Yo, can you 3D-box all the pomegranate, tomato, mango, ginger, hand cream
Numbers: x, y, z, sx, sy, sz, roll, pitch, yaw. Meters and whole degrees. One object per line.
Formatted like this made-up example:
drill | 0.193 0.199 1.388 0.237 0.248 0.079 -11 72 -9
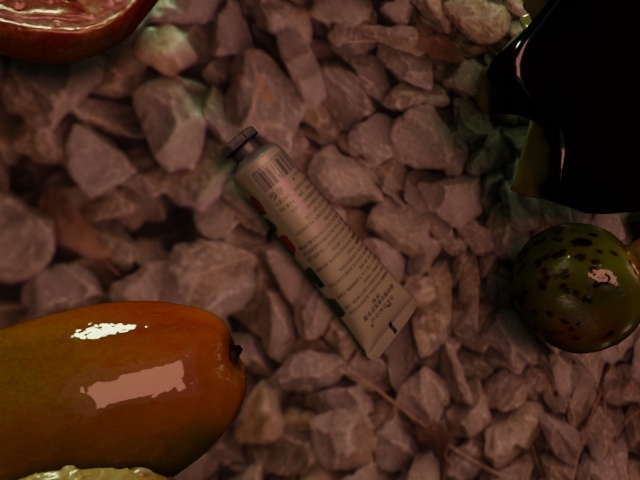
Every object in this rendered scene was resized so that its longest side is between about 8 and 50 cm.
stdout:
pomegranate | 0.322 0.047 0.587 0.159 0.205 0.159 32 41 -33
tomato | -0.258 -0.271 0.464 0.236 0.095 0.237 4 77 -20
mango | -0.198 0.127 0.364 0.289 0.129 0.146 -9 106 -22
ginger | 0.364 -0.193 0.688 0.413 0.211 0.359 -27 102 -18
hand cream | 0.000 0.000 0.534 0.095 0.059 0.276 -45 101 -28

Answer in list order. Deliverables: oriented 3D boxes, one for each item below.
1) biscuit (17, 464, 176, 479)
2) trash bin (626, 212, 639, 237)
biscuit | -0.170 0.235 0.341 0.219 0.033 0.220 -9 120 -17
trash bin | 0.606 -0.005 0.770 0.225 0.115 0.165 46 63 -5
